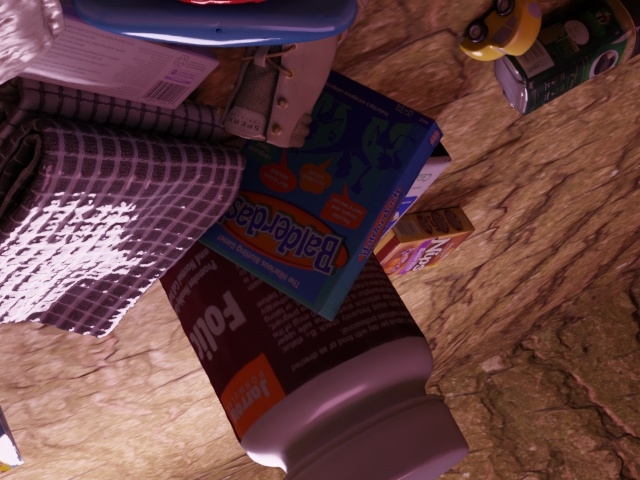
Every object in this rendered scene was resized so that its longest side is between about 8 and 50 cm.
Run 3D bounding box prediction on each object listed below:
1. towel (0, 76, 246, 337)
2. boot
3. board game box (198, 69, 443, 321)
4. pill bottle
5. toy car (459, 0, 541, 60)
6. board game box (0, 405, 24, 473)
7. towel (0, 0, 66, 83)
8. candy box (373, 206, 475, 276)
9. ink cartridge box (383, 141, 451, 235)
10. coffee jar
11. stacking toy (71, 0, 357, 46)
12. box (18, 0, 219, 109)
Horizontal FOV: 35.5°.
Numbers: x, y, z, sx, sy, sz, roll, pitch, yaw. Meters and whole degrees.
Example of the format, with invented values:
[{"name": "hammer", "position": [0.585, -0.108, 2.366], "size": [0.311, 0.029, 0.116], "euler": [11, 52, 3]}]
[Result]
[{"name": "towel", "position": [-0.232, -0.017, 0.907], "size": [0.284, 0.121, 0.235], "euler": [-42, 156, 31]}, {"name": "boot", "position": [-0.039, -0.161, 0.795], "size": [0.165, 0.077, 0.213], "euler": [-66, 157, 4]}, {"name": "board game box", "position": [-0.005, -0.053, 0.960], "size": [0.210, 0.160, 0.047], "euler": [-60, 158, -3]}, {"name": "pill bottle", "position": [-0.021, 0.099, 1.074], "size": [0.224, 0.392, 0.224], "euler": [-26, 159, -11]}, {"name": "toy car", "position": [0.276, -0.283, 1.065], "size": [0.225, 0.053, 0.239], "euler": [-22, 159, -21]}, {"name": "board game box", "position": [-0.491, 0.228, 1.097], "size": [0.275, 0.144, 0.142], "euler": [-23, 159, -17]}, {"name": "towel", "position": [-0.267, -0.085, 0.526], "size": [0.282, 0.049, 0.187], "euler": [-32, 178, -14]}, {"name": "candy box", "position": [0.145, 0.005, 1.576], "size": [0.187, 0.053, 0.109], "euler": [-11, 152, -44]}, {"name": "ink cartridge box", "position": [0.000, 0.000, 1.319], "size": [0.176, 0.069, 0.371], "euler": [-8, 145, -47]}, {"name": "coffee jar", "position": [0.302, -0.230, 1.191], "size": [0.184, 0.079, 0.096], "euler": [-27, 158, -4]}, {"name": "stacking toy", "position": [-0.049, -0.255, 0.512], "size": [0.175, 0.165, 0.302], "euler": [-1, 151, -9]}, {"name": "box", "position": [-0.202, -0.156, 0.700], "size": [0.067, 0.063, 0.324], "euler": [-42, 157, 26]}]
